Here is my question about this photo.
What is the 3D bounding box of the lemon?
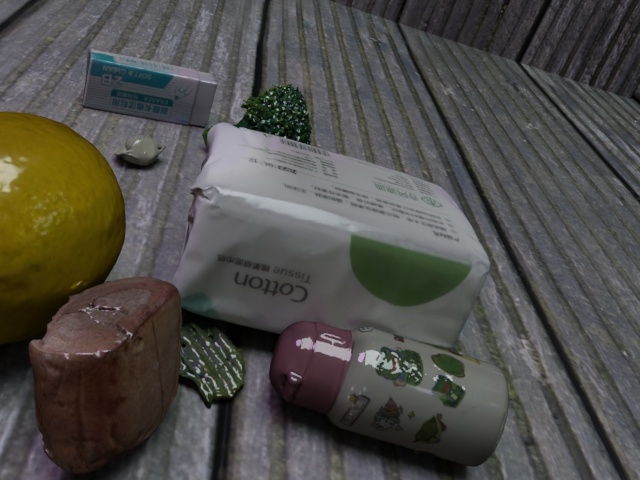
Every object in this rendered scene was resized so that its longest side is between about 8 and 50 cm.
[{"bbox_3d":[-0.322,-0.015,0.726,0.236,0.236,0.263,22,2,3],"label":"lemon"}]

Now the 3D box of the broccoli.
[{"bbox_3d":[-0.111,-0.186,1.239,0.194,0.194,0.219,19,53,-3],"label":"broccoli"}]

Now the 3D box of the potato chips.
[{"bbox_3d":[-0.162,0.107,0.828,0.207,0.028,0.092,39,33,27],"label":"potato chips"}]

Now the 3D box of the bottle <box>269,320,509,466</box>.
[{"bbox_3d":[0.069,0.159,0.794,0.253,0.120,0.120,19,29,-5],"label":"bottle"}]

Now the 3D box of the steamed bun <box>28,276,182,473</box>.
[{"bbox_3d":[-0.197,0.120,0.665,0.106,0.144,0.175,9,20,10],"label":"steamed bun"}]

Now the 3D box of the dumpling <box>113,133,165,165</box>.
[{"bbox_3d":[-0.292,-0.142,1.152,0.052,0.057,0.076,50,52,-21],"label":"dumpling"}]

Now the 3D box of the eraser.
[{"bbox_3d":[-0.308,-0.273,1.296,0.225,0.095,0.052,6,33,-24],"label":"eraser"}]

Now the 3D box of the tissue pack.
[{"bbox_3d":[0.000,0.001,0.927,0.357,0.193,0.266,15,23,-11],"label":"tissue pack"}]
